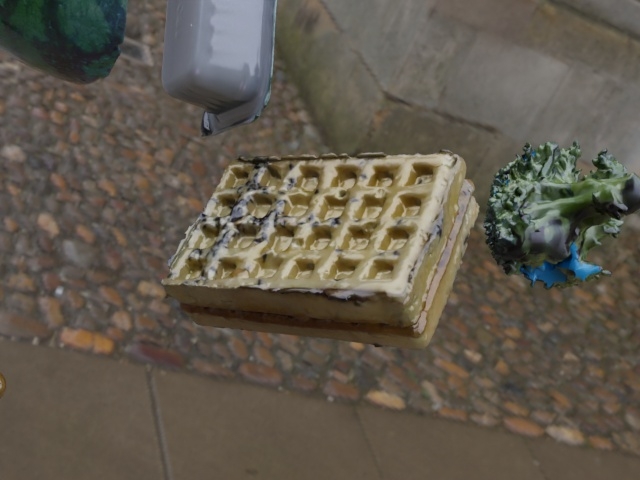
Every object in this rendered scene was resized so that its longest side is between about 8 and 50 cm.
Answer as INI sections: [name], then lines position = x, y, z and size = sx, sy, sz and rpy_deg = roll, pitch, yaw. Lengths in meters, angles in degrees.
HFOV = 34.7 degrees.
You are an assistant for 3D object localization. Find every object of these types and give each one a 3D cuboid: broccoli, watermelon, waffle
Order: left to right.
[watermelon]
position = -0.191, -0.172, 0.693
size = 0.128, 0.146, 0.231
rpy_deg = -30, 13, -27
[waffle]
position = 0.000, 0.000, 1.353
size = 0.376, 0.114, 0.260
rpy_deg = 3, 54, 32
[broccoli]
position = 0.242, -0.029, 0.985
size = 0.167, 0.154, 0.160
rpy_deg = 22, -14, -25

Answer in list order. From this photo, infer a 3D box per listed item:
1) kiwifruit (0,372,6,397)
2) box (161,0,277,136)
[kiwifruit]
position = -0.639, 0.276, 1.929
size = 0.075, 0.124, 0.075
rpy_deg = 17, 67, -45
[box]
position = -0.158, -0.333, 1.498
size = 0.106, 0.336, 0.264
rpy_deg = 6, -5, -26
